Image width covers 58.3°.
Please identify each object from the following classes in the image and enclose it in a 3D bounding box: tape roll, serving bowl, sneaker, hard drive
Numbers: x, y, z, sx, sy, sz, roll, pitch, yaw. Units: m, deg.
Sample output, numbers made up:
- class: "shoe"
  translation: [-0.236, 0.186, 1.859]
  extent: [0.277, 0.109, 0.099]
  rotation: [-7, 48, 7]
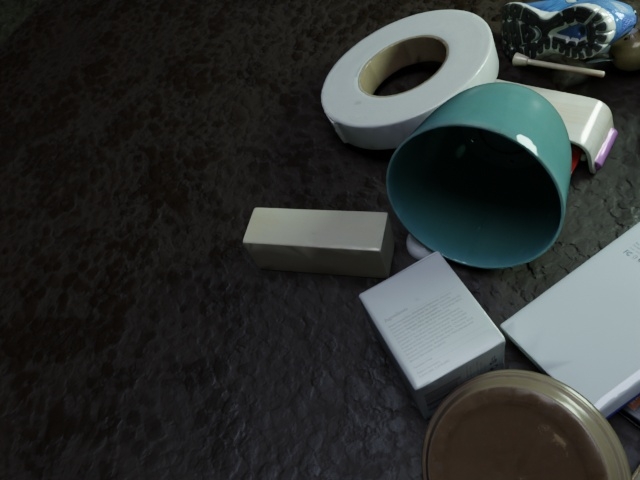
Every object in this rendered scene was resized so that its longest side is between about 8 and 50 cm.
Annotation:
- class: "tape roll"
  translation: [0.187, -0.357, 1.255]
  extent: [0.391, 0.072, 0.392]
  rotation: [-18, 46, 19]
- class: "serving bowl"
  translation: [0.203, -0.002, 1.085]
  extent: [0.083, 0.027, 0.083]
  rotation: [-8, 55, 11]
- class: "sneaker"
  translation: [0.514, -0.451, 1.216]
  extent: [0.147, 0.130, 0.330]
  rotation: [-20, 29, -18]
- class: "hard drive"
  translation: [0.458, 0.100, 0.849]
  extent: [0.318, 0.040, 0.210]
  rotation: [-37, 34, 2]

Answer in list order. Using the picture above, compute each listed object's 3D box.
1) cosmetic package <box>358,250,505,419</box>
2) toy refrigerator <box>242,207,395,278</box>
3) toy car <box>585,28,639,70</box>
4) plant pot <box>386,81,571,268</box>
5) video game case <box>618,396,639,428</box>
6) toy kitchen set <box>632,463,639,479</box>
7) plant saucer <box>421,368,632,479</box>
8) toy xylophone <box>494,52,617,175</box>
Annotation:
- class: "cosmetic package"
  translation: [0.177, 0.151, 0.911]
  extent: [0.151, 0.151, 0.184]
  rotation: [-28, 54, -3]
- class: "toy refrigerator"
  translation: [0.000, 0.000, 1.101]
  extent: [0.269, 0.102, 0.094]
  rotation: [2, 58, 19]
- class: "toy car"
  translation: [0.642, -0.406, 1.165]
  extent: [0.188, 0.149, 0.155]
  rotation: [-5, 35, 34]
- class: "plant pot"
  translation: [0.296, -0.135, 1.000]
  extent: [0.292, 0.293, 0.235]
  rotation: [16, 48, 26]
- class: "video game case"
  translation: [0.532, 0.156, 0.871]
  extent: [0.275, 0.035, 0.248]
  rotation: [-42, 55, -12]
- class: "toy kitchen set"
  translation: [0.407, 0.312, 0.782]
  extent: [0.083, 0.068, 0.075]
  rotation: [-44, 56, -14]
- class: "plant saucer"
  translation: [0.264, 0.316, 0.773]
  extent: [0.277, 0.041, 0.278]
  rotation: [-7, 76, 29]
- class: "toy xylophone"
  translation: [0.435, -0.257, 1.153]
  extent: [0.322, 0.081, 0.236]
  rotation: [31, 70, 32]
